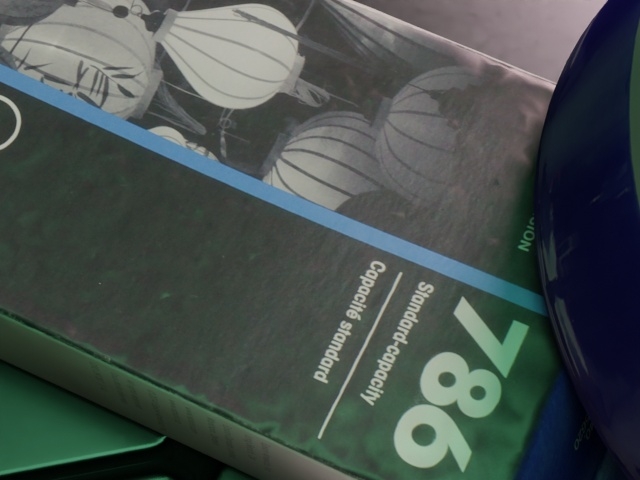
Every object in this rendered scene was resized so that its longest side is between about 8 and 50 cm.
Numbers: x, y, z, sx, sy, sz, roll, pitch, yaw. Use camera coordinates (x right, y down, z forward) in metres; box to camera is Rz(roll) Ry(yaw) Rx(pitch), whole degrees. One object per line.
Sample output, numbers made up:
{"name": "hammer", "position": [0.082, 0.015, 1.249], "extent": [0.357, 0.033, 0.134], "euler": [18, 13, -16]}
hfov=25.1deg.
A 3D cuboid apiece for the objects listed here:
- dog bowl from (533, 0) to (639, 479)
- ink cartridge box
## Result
{"name": "dog bowl", "position": [0.205, -0.008, 0.447], "extent": [0.264, 0.104, 0.265], "euler": [5, 71, -15]}
{"name": "ink cartridge box", "position": [0.000, 0.000, 0.504], "extent": [0.332, 0.065, 0.165], "euler": [23, 67, 9]}
